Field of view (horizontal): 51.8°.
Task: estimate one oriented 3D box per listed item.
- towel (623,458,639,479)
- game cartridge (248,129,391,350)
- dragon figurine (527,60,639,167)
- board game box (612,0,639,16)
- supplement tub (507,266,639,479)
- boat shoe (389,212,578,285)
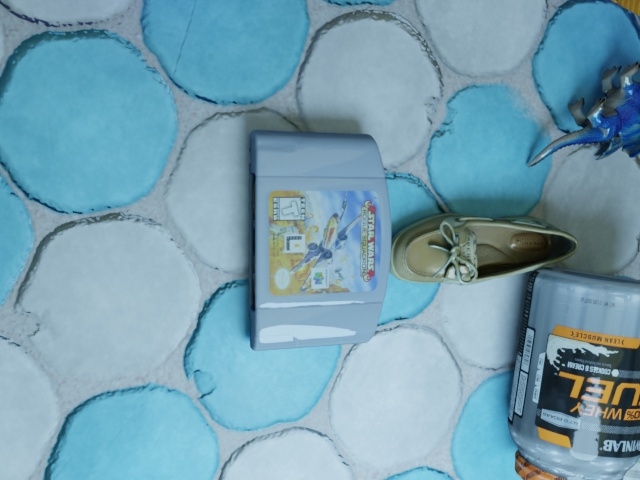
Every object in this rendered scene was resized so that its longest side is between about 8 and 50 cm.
[{"bbox_3d":[0.547,0.432,1.148,0.113,0.023,0.152,14,90,-20],"label":"towel"},{"bbox_3d":[0.000,0.000,0.911,0.198,0.062,0.297,-1,96,-14],"label":"game cartridge"},{"bbox_3d":[0.467,-0.176,1.030,0.289,0.085,0.144,-44,106,-11],"label":"dragon figurine"},{"bbox_3d":[0.575,-0.479,0.826,0.356,0.356,0.356,-9,131,-18],"label":"board game box"},{"bbox_3d":[0.390,0.207,0.985,0.193,0.193,0.316,6,94,-19],"label":"supplement tub"},{"bbox_3d":[0.238,0.009,0.969,0.285,0.089,0.104,-9,98,-17],"label":"boat shoe"}]
